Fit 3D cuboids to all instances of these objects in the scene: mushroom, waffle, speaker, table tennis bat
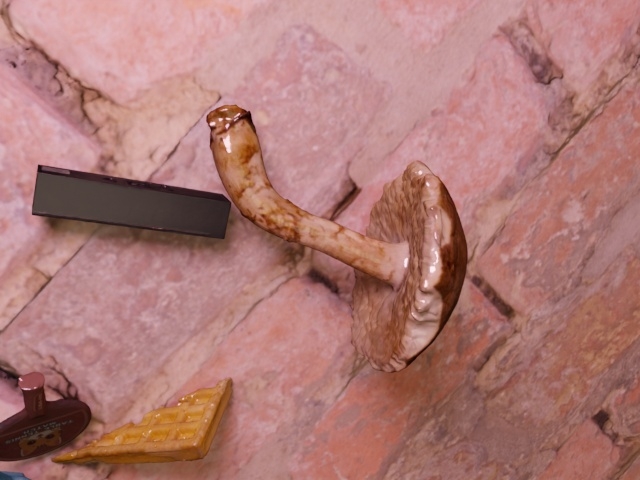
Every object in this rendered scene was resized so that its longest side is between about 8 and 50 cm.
[{"bbox_3d":[0.018,0.001,0.675,0.208,0.301,0.233,-5,117,-69],"label":"mushroom"},{"bbox_3d":[-0.212,0.219,0.726,0.190,0.125,0.032,-7,120,15],"label":"waffle"},{"bbox_3d":[-0.191,-0.039,0.617,0.191,0.040,0.046,8,104,-26],"label":"speaker"},{"bbox_3d":[-0.320,0.151,0.650,0.107,0.119,0.170,-14,146,-31],"label":"table tennis bat"}]

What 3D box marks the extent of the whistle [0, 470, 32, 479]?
[{"bbox_3d":[-0.391,0.267,0.591,0.274,0.093,0.186,28,102,-44],"label":"whistle"}]
